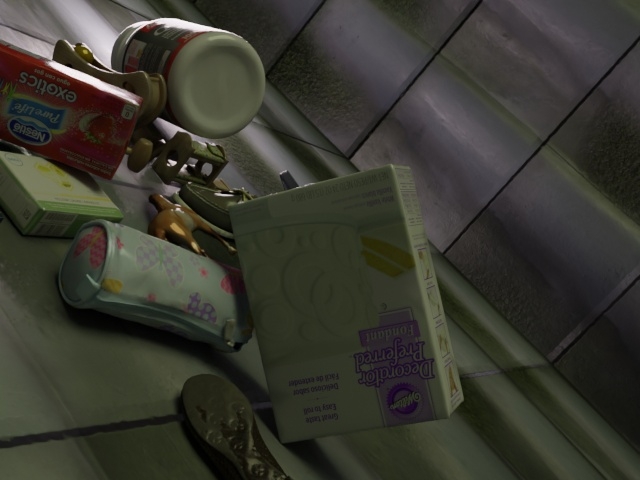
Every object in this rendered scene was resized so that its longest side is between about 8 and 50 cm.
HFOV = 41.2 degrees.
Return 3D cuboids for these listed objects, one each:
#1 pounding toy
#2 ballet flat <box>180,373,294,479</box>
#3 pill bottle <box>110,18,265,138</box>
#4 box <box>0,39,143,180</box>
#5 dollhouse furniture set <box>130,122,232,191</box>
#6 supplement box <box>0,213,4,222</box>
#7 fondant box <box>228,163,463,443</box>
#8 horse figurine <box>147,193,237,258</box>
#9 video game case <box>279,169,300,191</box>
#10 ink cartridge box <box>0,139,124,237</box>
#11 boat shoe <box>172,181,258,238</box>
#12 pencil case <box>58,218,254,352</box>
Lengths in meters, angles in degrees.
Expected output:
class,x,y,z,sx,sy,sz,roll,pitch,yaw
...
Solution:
class,x,y,z,sx,sy,sz,roll,pitch,yaw
pounding toy,-0.385,-0.263,1.533,0.269,0.154,0.155,42,15,7
ballet flat,-0.090,0.255,0.997,0.084,0.058,0.250,-21,49,-32
pill bottle,-0.288,-0.346,1.760,0.210,0.210,0.363,27,1,-40
box,-0.400,-0.196,1.244,0.257,0.122,0.128,21,11,-14
dollhouse furniture set,-0.260,-0.182,1.699,0.161,0.101,0.182,49,17,27
supplement box,-0.431,-0.038,0.983,0.083,0.056,0.083,47,17,23
fondant box,0.033,0.084,1.136,0.096,0.238,0.330,-12,88,-70
horse figurine,-0.219,-0.001,1.368,0.174,0.066,0.263,44,12,-10
video game case,0.000,0.000,1.775,0.274,0.026,0.196,54,-11,43
ink cartridge box,-0.411,-0.098,1.209,0.235,0.056,0.171,48,17,19
boat shoe,-0.146,-0.051,1.625,0.305,0.091,0.109,25,21,-43
pencil case,-0.206,0.067,1.124,0.273,0.113,0.124,27,44,-42
